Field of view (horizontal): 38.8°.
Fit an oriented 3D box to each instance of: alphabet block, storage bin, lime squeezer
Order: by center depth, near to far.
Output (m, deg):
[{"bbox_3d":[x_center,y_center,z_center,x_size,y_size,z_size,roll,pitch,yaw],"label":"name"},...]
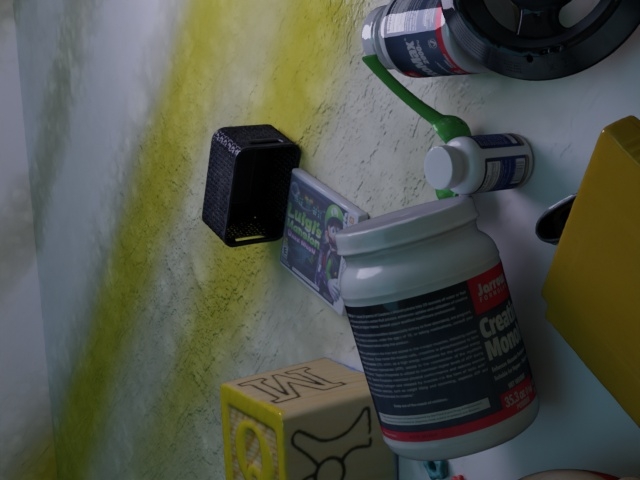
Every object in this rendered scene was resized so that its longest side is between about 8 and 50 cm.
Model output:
[{"bbox_3d":[0.140,-0.085,1.125,0.059,0.110,0.310,-118,13,-71],"label":"lime squeezer"},{"bbox_3d":[-0.019,0.302,1.366,0.193,0.197,0.192,9,105,56],"label":"alphabet block"},{"bbox_3d":[-0.116,-0.091,1.490,0.084,0.122,0.180,41,130,45],"label":"storage bin"}]

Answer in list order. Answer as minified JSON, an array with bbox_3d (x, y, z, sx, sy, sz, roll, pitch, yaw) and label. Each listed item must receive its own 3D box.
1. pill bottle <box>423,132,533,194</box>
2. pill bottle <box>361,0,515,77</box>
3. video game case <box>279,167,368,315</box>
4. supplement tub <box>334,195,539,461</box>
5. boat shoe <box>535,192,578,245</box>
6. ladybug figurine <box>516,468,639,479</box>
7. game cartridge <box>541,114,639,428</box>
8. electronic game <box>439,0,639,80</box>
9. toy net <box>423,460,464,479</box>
[{"bbox_3d":[0.180,-0.087,1.044,0.067,0.120,0.067,17,111,54],"label":"pill bottle"},{"bbox_3d":[0.134,-0.250,1.089,0.180,0.108,0.108,10,106,56],"label":"pill bottle"},{"bbox_3d":[0.000,0.000,1.428,0.190,0.022,0.173,38,127,47],"label":"video game case"},{"bbox_3d":[0.133,0.100,1.064,0.191,0.191,0.272,-8,100,57],"label":"supplement tub"},{"bbox_3d":[0.305,-0.028,0.919,0.206,0.065,0.075,-19,81,56],"label":"boat shoe"},{"bbox_3d":[0.281,0.424,0.968,0.305,0.162,0.449,47,135,44],"label":"ladybug figurine"},{"bbox_3d":[0.340,0.088,0.822,0.324,0.052,0.285,55,158,32],"label":"game cartridge"},{"bbox_3d":[0.228,-0.278,0.927,0.229,0.048,0.229,1,92,28],"label":"electronic game"},{"bbox_3d":[0.148,0.300,1.252,0.122,0.045,0.232,-4,94,57],"label":"toy net"}]
